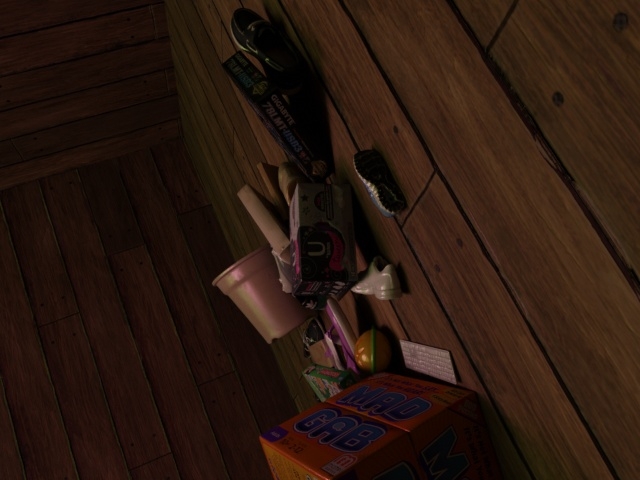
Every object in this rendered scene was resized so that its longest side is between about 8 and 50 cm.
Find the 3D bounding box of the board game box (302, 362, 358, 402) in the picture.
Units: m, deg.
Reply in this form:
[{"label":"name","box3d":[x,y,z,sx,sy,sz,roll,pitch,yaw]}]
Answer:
[{"label":"board game box","box3d":[0.094,0.476,1.562,0.317,0.046,0.213,57,155,-13]}]

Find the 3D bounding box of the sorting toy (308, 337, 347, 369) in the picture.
[{"label":"sorting toy","box3d":[0.066,0.456,1.991,0.257,0.089,0.256,126,123,-70]}]

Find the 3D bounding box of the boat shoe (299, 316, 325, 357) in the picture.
[{"label":"boat shoe","box3d":[-0.032,0.379,2.240,0.255,0.079,0.095,97,149,-58]}]

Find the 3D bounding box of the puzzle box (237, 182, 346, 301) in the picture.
[{"label":"puzzle box","box3d":[-0.090,-0.004,1.752,0.272,0.052,0.409,39,-173,-37]}]

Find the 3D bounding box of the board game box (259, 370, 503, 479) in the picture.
[{"label":"board game box","box3d":[0.140,0.537,1.255,0.356,0.356,0.357,-10,101,62]}]

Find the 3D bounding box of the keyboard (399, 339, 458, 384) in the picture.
[{"label":"keyboard","box3d":[0.242,0.273,1.333,0.256,0.014,0.072,166,84,-74]}]

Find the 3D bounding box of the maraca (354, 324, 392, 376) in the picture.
[{"label":"maraca","box3d":[0.140,0.291,1.547,0.186,0.099,0.127,-48,-37,-83]}]

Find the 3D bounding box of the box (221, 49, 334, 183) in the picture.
[{"label":"box","box3d":[-0.112,-0.316,1.504,0.293,0.073,0.295,50,-178,-41]}]

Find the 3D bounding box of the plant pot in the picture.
[{"label":"plant pot","box3d":[-0.178,0.198,2.150,0.306,0.333,0.334,57,163,5]}]

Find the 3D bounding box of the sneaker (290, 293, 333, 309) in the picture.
[{"label":"sneaker","box3d":[-0.078,0.106,1.932,0.108,0.121,0.302,-53,54,22]}]

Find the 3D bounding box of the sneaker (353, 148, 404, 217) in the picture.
[{"label":"sneaker","box3d":[0.112,-0.114,1.211,0.073,0.063,0.162,103,144,-68]}]

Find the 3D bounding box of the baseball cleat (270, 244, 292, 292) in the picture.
[{"label":"baseball cleat","box3d":[-0.096,0.061,1.852,0.072,0.109,0.206,53,-159,-81]}]

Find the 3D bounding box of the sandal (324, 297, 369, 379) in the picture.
[{"label":"sandal","box3d":[0.069,0.336,1.705,0.169,0.102,0.416,56,171,46]}]

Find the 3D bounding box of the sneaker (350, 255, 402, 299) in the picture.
[{"label":"sneaker","box3d":[0.130,0.082,1.391,0.212,0.080,0.094,-175,79,-66]}]

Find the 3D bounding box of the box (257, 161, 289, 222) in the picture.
[{"label":"box","box3d":[-0.108,-0.142,1.796,0.164,0.021,0.201,4,-123,-64]}]

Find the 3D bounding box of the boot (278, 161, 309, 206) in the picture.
[{"label":"boot","box3d":[-0.042,-0.092,1.689,0.262,0.095,0.203,62,178,-28]}]

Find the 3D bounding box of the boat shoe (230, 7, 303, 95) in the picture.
[{"label":"boat shoe","box3d":[-0.135,-0.506,1.483,0.302,0.114,0.091,51,159,19]}]

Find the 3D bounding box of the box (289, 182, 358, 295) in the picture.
[{"label":"box","box3d":[0.000,0.000,1.437,0.163,0.142,0.247,119,149,-69]}]

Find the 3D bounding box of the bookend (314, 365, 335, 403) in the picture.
[{"label":"bookend","box3d":[0.046,0.507,1.824,0.157,0.072,0.156,56,159,37]}]

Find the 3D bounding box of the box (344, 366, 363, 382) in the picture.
[{"label":"box","box3d":[0.159,0.515,1.629,0.322,0.058,0.232,42,154,15]}]
